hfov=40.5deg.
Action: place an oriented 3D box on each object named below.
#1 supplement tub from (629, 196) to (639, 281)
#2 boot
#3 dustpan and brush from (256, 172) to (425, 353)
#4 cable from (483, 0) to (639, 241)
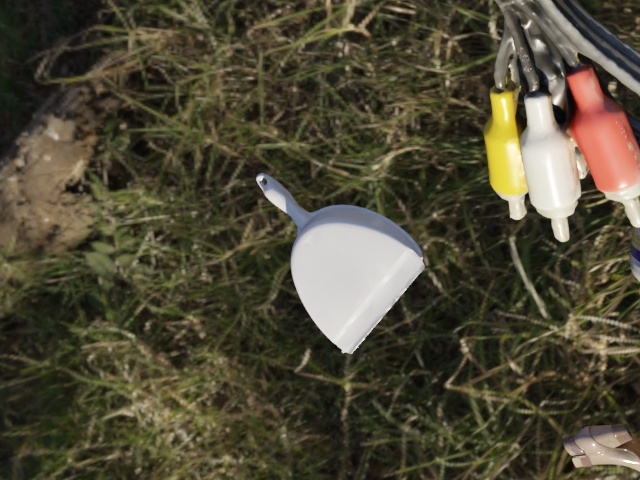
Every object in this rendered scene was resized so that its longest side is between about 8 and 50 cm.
[{"bbox_3d":[0.523,-0.100,1.079,0.241,0.241,0.331,11,109,35],"label":"supplement tub"},{"bbox_3d":[0.379,0.283,1.151,0.087,0.042,0.118,-25,119,24],"label":"boot"},{"bbox_3d":[0.000,0.000,0.942,0.211,0.060,0.147,41,113,8],"label":"dustpan and brush"},{"bbox_3d":[0.127,-0.119,0.516,0.139,0.072,0.287,3,137,46],"label":"cable"}]
